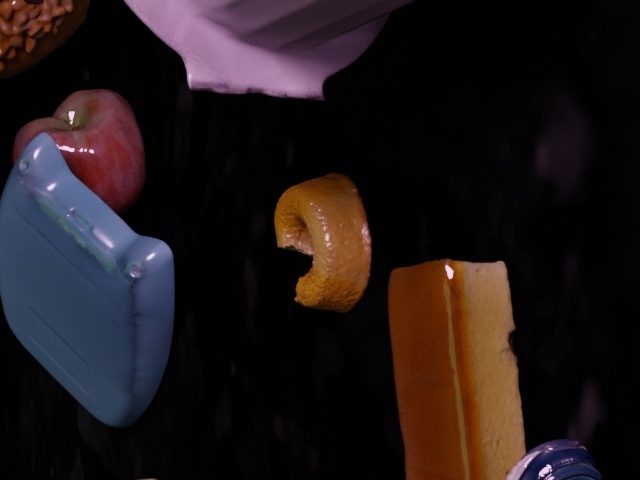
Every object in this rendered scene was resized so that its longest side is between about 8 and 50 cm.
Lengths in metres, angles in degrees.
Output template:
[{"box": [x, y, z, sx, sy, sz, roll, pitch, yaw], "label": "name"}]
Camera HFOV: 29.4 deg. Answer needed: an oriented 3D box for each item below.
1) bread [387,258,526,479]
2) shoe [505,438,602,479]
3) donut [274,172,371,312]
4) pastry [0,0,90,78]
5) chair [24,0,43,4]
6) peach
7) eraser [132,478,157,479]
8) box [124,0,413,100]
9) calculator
[{"box": [0.085, 0.125, 0.734, 0.088, 0.049, 0.226, 167, 99, -65], "label": "bread"}, {"box": [0.132, 0.173, 0.621, 0.071, 0.064, 0.142, 162, 102, -65], "label": "shoe"}, {"box": [0.000, 0.000, 0.919, 0.108, 0.043, 0.097, 66, 148, 32], "label": "donut"}, {"box": [-0.440, -0.390, 1.462, 0.245, 0.410, 0.409, -160, 70, -74], "label": "pastry"}, {"box": [-0.173, -0.443, 1.076, 0.240, 0.203, 0.416, 67, 147, 33], "label": "chair"}, {"box": [-0.270, -0.087, 1.386, 0.152, 0.152, 0.152, 178, 90, -65], "label": "peach"}, {"box": [-0.308, 0.370, 1.327, 0.092, 0.274, 0.210, 53, 138, 49], "label": "eraser"}, {"box": [0.012, -0.241, 0.640, 0.206, 0.262, 0.291, -9, 126, 49], "label": "box"}, {"box": [-0.271, 0.070, 1.360, 0.256, 0.054, 0.386, 42, 146, 15], "label": "calculator"}]
